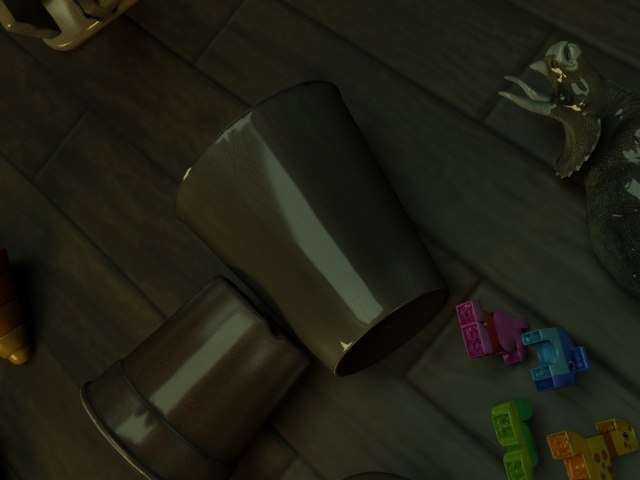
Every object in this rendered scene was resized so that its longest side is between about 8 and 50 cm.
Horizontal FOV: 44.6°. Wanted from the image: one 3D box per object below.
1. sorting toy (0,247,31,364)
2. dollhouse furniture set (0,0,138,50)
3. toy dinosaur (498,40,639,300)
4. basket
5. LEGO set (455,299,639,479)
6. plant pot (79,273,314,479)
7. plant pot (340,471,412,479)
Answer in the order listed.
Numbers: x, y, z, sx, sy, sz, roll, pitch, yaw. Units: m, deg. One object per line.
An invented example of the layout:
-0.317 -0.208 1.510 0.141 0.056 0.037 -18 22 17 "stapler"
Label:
-0.475 0.162 0.926 0.366 0.127 0.126 -37 94 13 "sorting toy"
-0.442 -0.364 0.815 0.257 0.362 0.394 -34 96 9 "dollhouse furniture set"
0.285 -0.028 0.650 0.160 0.121 0.313 -25 71 28 "toy dinosaur"
0.000 0.000 0.729 0.204 0.154 0.226 -40 68 9 "basket"
0.201 0.150 0.642 0.087 0.093 0.227 -29 67 47 "LEGO set"
-0.104 0.132 0.735 0.165 0.167 0.167 -47 63 -5 "plant pot"
0.008 0.342 0.592 0.229 0.263 0.263 -40 63 29 "plant pot"
